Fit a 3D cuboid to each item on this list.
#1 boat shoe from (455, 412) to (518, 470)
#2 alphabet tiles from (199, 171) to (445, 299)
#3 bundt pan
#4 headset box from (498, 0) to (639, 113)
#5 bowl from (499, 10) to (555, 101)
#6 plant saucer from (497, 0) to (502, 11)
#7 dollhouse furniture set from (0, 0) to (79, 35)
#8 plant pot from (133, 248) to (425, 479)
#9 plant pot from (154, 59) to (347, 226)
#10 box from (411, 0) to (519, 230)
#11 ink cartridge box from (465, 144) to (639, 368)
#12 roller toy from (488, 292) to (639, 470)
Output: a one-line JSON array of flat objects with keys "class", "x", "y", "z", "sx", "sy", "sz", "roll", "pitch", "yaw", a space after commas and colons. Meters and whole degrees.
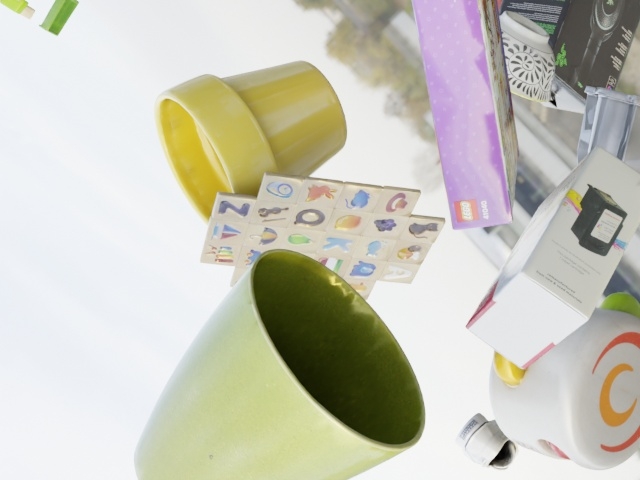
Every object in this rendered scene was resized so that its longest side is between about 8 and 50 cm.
[{"class": "boat shoe", "x": 0.324, "y": 0.382, "z": 1.971, "sx": 0.088, "sy": 0.096, "sz": 0.267, "roll": 38, "pitch": 175, "yaw": 25}, {"class": "alphabet tiles", "x": 0.000, "y": 0.000, "z": 1.602, "sx": 0.342, "sy": 0.285, "sz": 0.011, "roll": 6, "pitch": -127, "yaw": -12}, {"class": "bundt pan", "x": 0.446, "y": -0.072, "z": 1.227, "sx": 0.330, "sy": 0.124, "sz": 0.331, "roll": 17, "pitch": -171, "yaw": -3}, {"class": "headset box", "x": 0.418, "y": -0.367, "z": 1.791, "sx": 0.131, "sy": 0.283, "sz": 0.246, "roll": 19, "pitch": 178, "yaw": 39}, {"class": "bowl", "x": 0.276, "y": -0.277, "z": 1.526, "sx": 0.170, "sy": 0.080, "sz": 0.170, "roll": 22, "pitch": -154, "yaw": -12}, {"class": "plant saucer", "x": 0.240, "y": -0.466, "z": 1.982, "sx": 0.258, "sy": 0.048, "sz": 0.259, "roll": 35, "pitch": 177, "yaw": 18}, {"class": "dollhouse furniture set", "x": -0.415, "y": -0.347, "z": 1.470, "sx": 0.151, "sy": 0.059, "sz": 0.076, "roll": 33, "pitch": -176, "yaw": 14}, {"class": "plant pot", "x": -0.075, "y": 0.207, "z": 1.253, "sx": 0.275, "sy": 0.293, "sz": 0.275, "roll": 39, "pitch": -156, "yaw": -21}, {"class": "plant pot", "x": -0.098, "y": -0.163, "z": 1.679, "sx": 0.254, "sy": 0.239, "sz": 0.254, "roll": 46, "pitch": 153, "yaw": 32}, {"class": "box", "x": 0.128, "y": -0.180, "z": 0.948, "sx": 0.201, "sy": 0.057, "sz": 0.293, "roll": -60, "pitch": -40, "yaw": -65}, {"class": "ink cartridge box", "x": 0.223, "y": 0.016, "z": 0.987, "sx": 0.072, "sy": 0.175, "sz": 0.127, "roll": 35, "pitch": 148, "yaw": 3}, {"class": "roller toy", "x": 0.302, "y": 0.171, "z": 1.285, "sx": 0.146, "sy": 0.209, "sz": 0.191, "roll": 10, "pitch": 115, "yaw": 50}]
